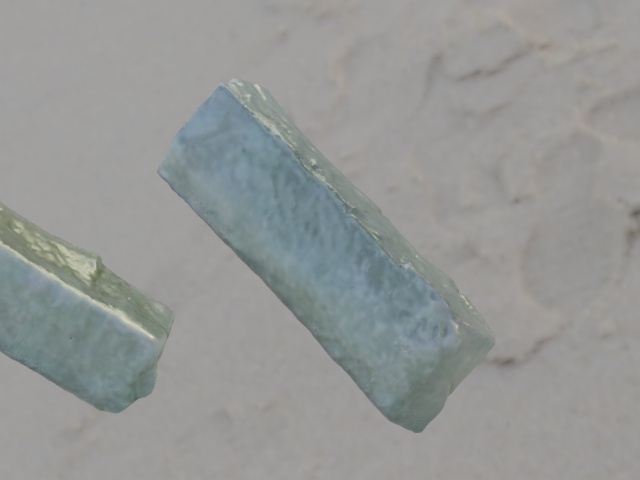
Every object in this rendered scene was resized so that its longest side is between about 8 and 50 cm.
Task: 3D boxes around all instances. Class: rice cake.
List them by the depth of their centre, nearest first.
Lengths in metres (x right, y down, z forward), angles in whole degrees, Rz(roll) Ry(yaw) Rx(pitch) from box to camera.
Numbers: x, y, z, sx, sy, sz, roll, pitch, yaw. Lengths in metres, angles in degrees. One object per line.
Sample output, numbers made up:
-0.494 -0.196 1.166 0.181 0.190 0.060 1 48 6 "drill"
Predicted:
-0.110 -0.013 0.450 0.029 0.171 0.033 -57 4 13 "rice cake"
0.000 0.000 0.943 0.069 0.206 0.063 -47 -17 18 "rice cake"
